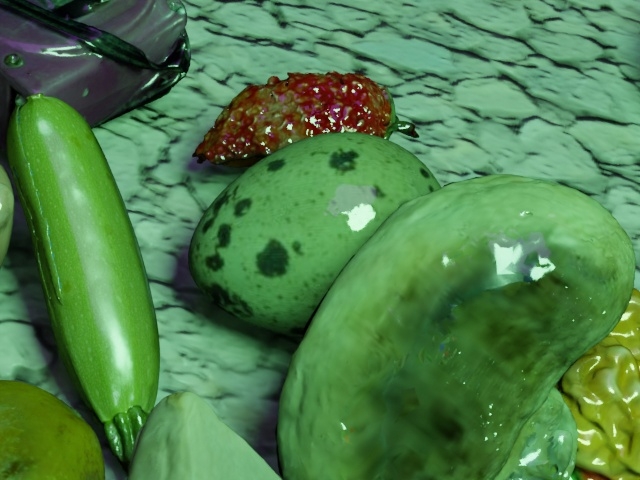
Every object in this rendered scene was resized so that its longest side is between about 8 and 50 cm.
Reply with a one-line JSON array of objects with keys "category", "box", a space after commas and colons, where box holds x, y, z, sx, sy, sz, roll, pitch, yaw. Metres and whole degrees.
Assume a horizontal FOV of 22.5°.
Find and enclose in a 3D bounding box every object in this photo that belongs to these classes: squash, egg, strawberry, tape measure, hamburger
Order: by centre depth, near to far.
[{"category": "squash", "box": [-0.187, 0.038, 1.326, 0.094, 0.094, 0.341, -13, 77, -23]}, {"category": "hamburger", "box": [0.265, 0.133, 1.335, 0.237, 0.149, 0.237, 6, 51, -7]}, {"category": "egg", "box": [0.000, 0.000, 1.367, 0.228, 0.177, 0.177, -13, 54, -3]}, {"category": "strawberry", "box": [-0.013, -0.111, 1.475, 0.192, 0.140, 0.085, -6, 90, 20]}, {"category": "tape measure", "box": [-0.249, -0.202, 1.489, 0.245, 0.149, 0.231, 37, 54, 17]}]

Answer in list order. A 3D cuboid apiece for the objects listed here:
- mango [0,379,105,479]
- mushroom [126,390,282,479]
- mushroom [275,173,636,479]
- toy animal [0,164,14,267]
[{"category": "mango", "box": [-0.253, 0.249, 1.109, 0.175, 0.176, 0.329, 36, 43, -29]}, {"category": "mushroom", "box": [-0.093, 0.314, 1.112, 0.137, 0.154, 0.407, -13, 50, 29]}, {"category": "mushroom", "box": [0.101, 0.101, 1.220, 0.247, 0.130, 0.344, 44, 94, 10]}, {"category": "toy animal", "box": [-0.353, -0.024, 1.319, 0.198, 0.171, 0.171, 7, 50, -12]}]
